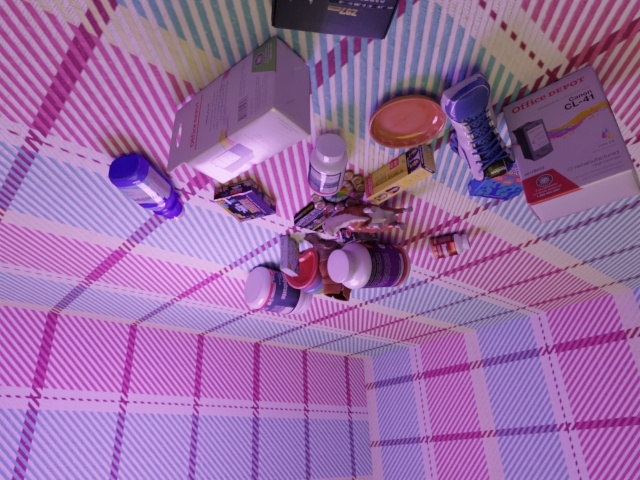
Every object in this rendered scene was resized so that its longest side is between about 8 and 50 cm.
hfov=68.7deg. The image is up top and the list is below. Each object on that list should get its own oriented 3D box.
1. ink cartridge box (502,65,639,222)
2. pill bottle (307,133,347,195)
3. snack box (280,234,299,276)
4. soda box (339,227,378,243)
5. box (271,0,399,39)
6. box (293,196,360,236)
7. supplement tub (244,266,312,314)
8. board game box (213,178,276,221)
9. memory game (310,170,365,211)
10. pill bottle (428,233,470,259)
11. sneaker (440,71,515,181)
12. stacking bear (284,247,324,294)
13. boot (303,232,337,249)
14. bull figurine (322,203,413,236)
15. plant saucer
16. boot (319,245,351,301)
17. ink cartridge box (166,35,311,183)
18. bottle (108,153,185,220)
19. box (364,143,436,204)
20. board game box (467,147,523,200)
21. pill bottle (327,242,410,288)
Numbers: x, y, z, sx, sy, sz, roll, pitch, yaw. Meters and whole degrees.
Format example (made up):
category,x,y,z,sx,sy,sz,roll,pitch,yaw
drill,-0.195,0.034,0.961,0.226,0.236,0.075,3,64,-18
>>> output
category,x,y,z,sx,sy,sz,roll,pitch,yaw
ink cartridge box,0.595,-0.226,1.132,0.226,0.306,0.131,-23,148,34
pill bottle,0.021,-0.215,1.325,0.108,0.107,0.180,0,154,-6
snack box,-0.120,0.062,1.844,0.037,0.141,0.100,-14,152,24
soda box,0.143,-0.024,1.732,0.053,0.060,0.169,-22,168,34
box,0.032,-0.469,0.857,0.233,0.059,0.183,3,155,-11
box,0.030,-0.087,1.666,0.184,0.045,0.191,12,150,-33
supplement tub,-0.191,0.235,2.137,0.272,0.191,0.191,17,148,-35
board game box,-0.247,-0.128,1.547,0.141,0.048,0.170,-11,153,20
memory game,0.059,-0.155,1.510,0.186,0.012,0.186,-8,142,-7
pill bottle,0.520,0.021,1.889,0.152,0.086,0.086,-15,151,23
sneaker,0.408,-0.257,1.166,0.127,0.182,0.315,-30,152,8
stacking bear,-0.010,0.162,2.059,0.175,0.164,0.289,-17,155,27
boot,0.000,0.000,1.856,0.106,0.037,0.114,-15,147,19
bull figurine,0.156,-0.069,1.545,0.310,0.101,0.188,-10,-173,-39
plant saucer,0.224,-0.313,1.224,0.200,0.037,0.200,-2,155,-1
boot,0.120,0.144,1.945,0.284,0.220,0.109,17,148,-35
ink cartridge box,-0.192,-0.271,1.072,0.354,0.207,0.119,-20,148,34
bottle,-0.512,-0.149,1.424,0.118,0.092,0.283,-10,153,11
box,0.235,-0.197,1.411,0.058,0.087,0.232,19,148,-35
board game box,0.591,-0.204,1.474,0.160,0.047,0.210,5,152,-15
pill bottle,0.191,0.098,1.844,0.323,0.181,0.181,2,157,-39
